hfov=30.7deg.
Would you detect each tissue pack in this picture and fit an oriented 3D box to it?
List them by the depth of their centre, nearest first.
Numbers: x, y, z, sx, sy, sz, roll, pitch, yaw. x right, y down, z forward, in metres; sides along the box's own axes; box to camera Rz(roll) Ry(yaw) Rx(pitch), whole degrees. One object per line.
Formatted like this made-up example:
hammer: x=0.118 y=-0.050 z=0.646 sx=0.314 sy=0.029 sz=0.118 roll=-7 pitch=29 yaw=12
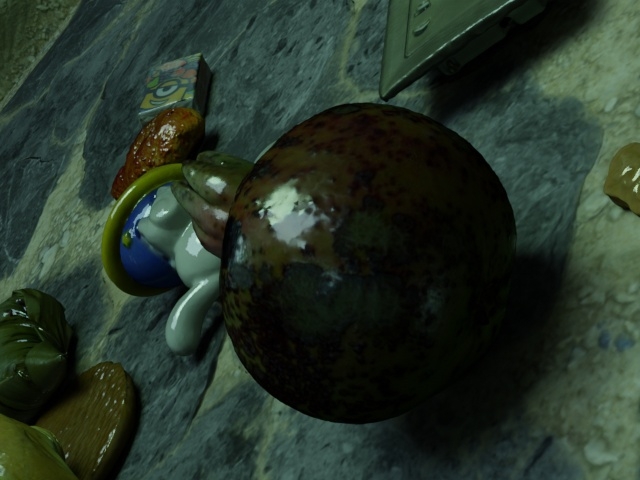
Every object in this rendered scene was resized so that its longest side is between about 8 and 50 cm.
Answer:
tissue pack: x=-0.249 y=-0.251 z=2.002 sx=0.109 sy=0.060 sz=0.148 roll=-15 pitch=38 yaw=14

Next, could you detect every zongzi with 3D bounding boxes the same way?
zongzi: x=-0.407 y=0.141 z=1.692 sx=0.274 sy=0.125 sz=0.250 roll=-42 pitch=29 yaw=39

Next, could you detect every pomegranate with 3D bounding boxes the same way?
pomegranate: x=0.000 y=0.000 z=1.031 sx=0.341 sy=0.285 sz=0.285 roll=23 pitch=74 yaw=31

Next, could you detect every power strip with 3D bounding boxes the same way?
power strip: x=0.185 y=-0.284 z=1.361 sx=0.257 sy=0.092 sz=0.251 roll=-34 pitch=35 yaw=33

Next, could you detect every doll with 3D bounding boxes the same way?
doll: x=-0.163 y=-0.037 z=1.526 sx=0.311 sy=0.159 sz=0.242 roll=-50 pitch=26 yaw=-5

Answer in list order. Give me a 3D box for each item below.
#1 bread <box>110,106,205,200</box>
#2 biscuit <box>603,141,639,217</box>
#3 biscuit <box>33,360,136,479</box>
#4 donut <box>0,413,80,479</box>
bread: x=-0.273 y=-0.139 z=1.894 sx=0.269 sy=0.095 sz=0.139 roll=-17 pitch=35 yaw=54
biscuit: x=0.319 y=-0.050 z=0.942 sx=0.144 sy=0.040 sz=0.236 roll=-52 pitch=24 yaw=12
biscuit: x=-0.328 y=0.277 z=1.530 sx=0.262 sy=0.037 sz=0.262 roll=-38 pitch=30 yaw=26
donut: x=-0.414 y=0.384 z=1.362 sx=0.360 sy=0.170 sz=0.360 roll=-29 pitch=46 yaw=36
